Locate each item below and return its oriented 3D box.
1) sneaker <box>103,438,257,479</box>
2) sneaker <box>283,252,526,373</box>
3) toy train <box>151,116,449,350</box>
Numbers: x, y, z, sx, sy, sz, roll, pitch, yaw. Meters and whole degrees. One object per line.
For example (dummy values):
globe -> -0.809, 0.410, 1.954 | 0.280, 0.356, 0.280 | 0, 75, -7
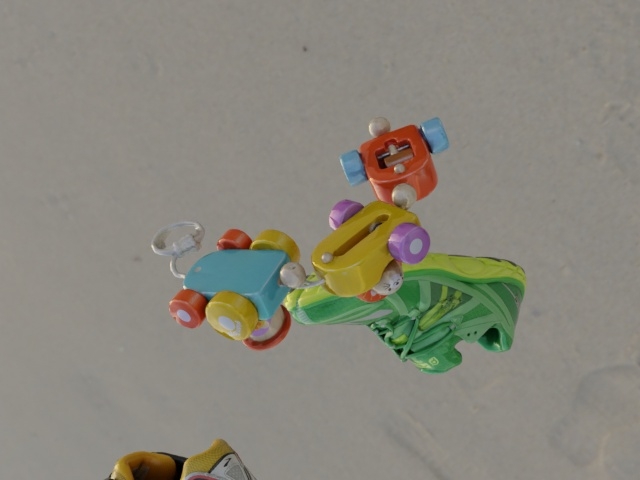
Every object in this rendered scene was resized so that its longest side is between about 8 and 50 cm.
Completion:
sneaker -> -0.123, 0.189, 0.736 | 0.225, 0.088, 0.093 | -22, 93, 33
sneaker -> 0.101, 0.075, 1.085 | 0.109, 0.295, 0.123 | -8, 81, 56
toy train -> 0.000, 0.000, 0.545 | 0.125, 0.166, 0.046 | -112, -2, -58
